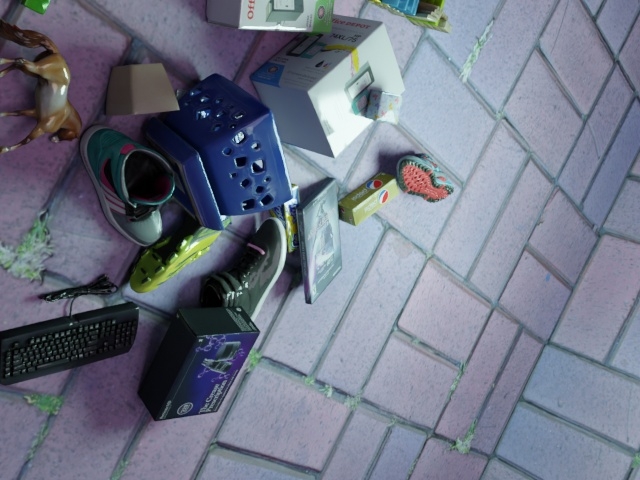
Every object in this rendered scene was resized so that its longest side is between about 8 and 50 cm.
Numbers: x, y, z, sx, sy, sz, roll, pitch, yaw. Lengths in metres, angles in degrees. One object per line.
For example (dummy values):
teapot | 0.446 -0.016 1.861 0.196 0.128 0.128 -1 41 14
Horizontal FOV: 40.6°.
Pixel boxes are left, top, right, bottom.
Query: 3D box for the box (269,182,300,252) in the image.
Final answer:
box | -0.086 -0.060 2.133 0.054 0.059 0.168 -31 128 -38

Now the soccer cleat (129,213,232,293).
soccer cleat | -0.300 0.022 1.921 0.289 0.093 0.121 -49 142 -19

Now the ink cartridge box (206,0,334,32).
ink cartridge box | -0.099 -0.553 1.856 0.273 0.115 0.198 -11 115 -43

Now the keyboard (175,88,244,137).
keyboard | -0.225 -0.277 1.925 0.256 0.014 0.072 7 102 -48

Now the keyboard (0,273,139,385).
keyboard | -0.519 0.181 1.807 0.317 0.033 0.201 -13 116 -44

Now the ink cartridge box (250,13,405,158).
ink cartridge box | 0.022 -0.365 2.007 0.270 0.198 0.197 -46 134 -23

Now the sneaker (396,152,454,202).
sneaker | 0.272 -0.191 2.422 0.104 0.125 0.262 -34 151 18

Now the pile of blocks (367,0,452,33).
pile of blocks | 0.219 -0.616 2.139 0.362 0.149 0.112 7 102 -47

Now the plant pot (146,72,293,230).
plant pot | -0.219 -0.174 1.806 0.212 0.236 0.235 -32 134 -19

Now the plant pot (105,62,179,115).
plant pot | -0.358 -0.300 1.713 0.109 0.109 0.096 -15 104 -42

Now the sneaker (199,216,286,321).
sneaker | -0.186 0.076 2.052 0.147 0.105 0.295 15 100 -54

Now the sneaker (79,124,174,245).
sneaker | -0.357 -0.090 1.742 0.124 0.178 0.295 -43 134 -25

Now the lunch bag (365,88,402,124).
lunch bag | 0.149 -0.304 1.979 0.083 0.053 0.071 2 104 -38

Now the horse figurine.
horse figurine | -0.511 -0.269 1.558 0.175 0.066 0.263 -21 134 -34

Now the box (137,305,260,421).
box | -0.280 0.281 1.986 0.184 0.103 0.261 3 125 -42

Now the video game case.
video game case | 0.000 0.000 2.228 0.196 0.026 0.274 -47 140 -52

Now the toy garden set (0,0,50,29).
toy garden set | -0.576 -0.441 1.457 0.244 0.049 0.203 21 95 -54

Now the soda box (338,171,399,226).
soda box | 0.129 -0.113 2.334 0.181 0.061 0.058 -37 132 -29
